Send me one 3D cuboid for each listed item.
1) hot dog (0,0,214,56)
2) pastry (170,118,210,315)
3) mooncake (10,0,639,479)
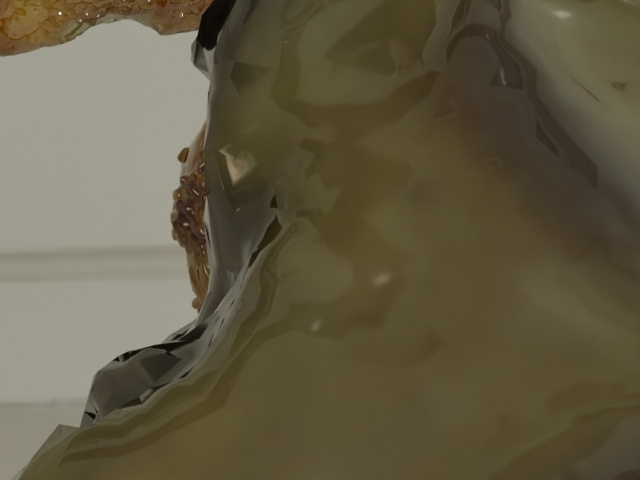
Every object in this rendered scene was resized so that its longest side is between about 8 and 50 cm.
[{"bbox_3d":[-0.073,-0.184,0.798,0.153,0.256,0.150,96,-22,-43],"label":"hot dog"},{"bbox_3d":[0.000,0.000,1.512,0.184,0.284,0.316,-57,162,-52],"label":"pastry"},{"bbox_3d":[0.038,0.039,0.509,0.246,0.393,0.394,106,-37,-56],"label":"mooncake"}]
